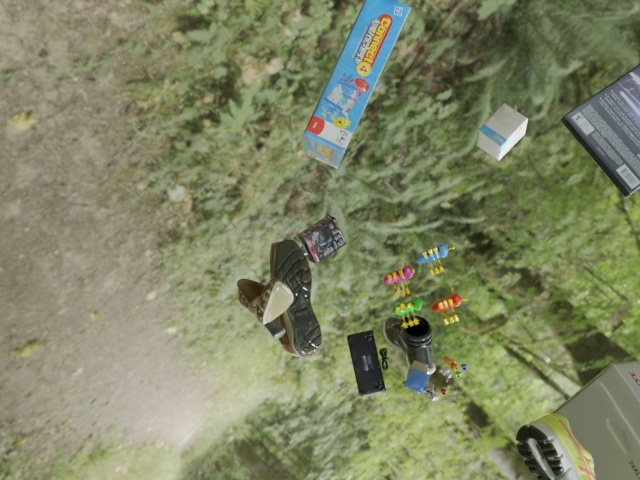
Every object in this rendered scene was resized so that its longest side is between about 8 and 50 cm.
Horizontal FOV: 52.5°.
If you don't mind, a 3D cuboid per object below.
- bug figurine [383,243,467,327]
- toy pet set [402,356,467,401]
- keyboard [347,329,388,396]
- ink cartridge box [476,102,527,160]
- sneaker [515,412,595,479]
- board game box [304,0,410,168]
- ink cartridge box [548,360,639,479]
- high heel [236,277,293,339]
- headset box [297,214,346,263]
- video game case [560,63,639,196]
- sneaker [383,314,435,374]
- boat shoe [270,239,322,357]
[{"bbox_3d":[0.293,0.127,1.835,0.216,0.278,0.072,-19,-146,3],"label":"bug figurine"},{"bbox_3d":[0.249,0.315,1.447,0.065,0.114,0.122,-69,180,-48],"label":"toy pet set"},{"bbox_3d":[0.146,0.352,1.881,0.108,0.180,0.023,-11,171,-6],"label":"keyboard"},{"bbox_3d":[0.556,-0.335,1.968,0.143,0.090,0.092,-45,157,-9],"label":"ink cartridge box"},{"bbox_3d":[0.362,0.339,0.918,0.094,0.208,0.081,-22,177,-42],"label":"sneaker"},{"bbox_3d":[0.066,-0.317,1.357,0.308,0.086,0.301,-134,-111,-89],"label":"board game box"},{"bbox_3d":[0.596,0.342,1.159,0.270,0.198,0.197,2,138,-31],"label":"ink cartridge box"},{"bbox_3d":[-0.153,0.116,1.566,0.093,0.186,0.261,-31,154,-23],"label":"high heel"},{"bbox_3d":[0.000,0.000,1.240,0.083,0.062,0.032,-34,-155,-18],"label":"headset box"},{"bbox_3d":[0.634,-0.234,1.271,0.274,0.196,0.026,-33,170,-14],"label":"video game case"},{"bbox_3d":[0.272,0.274,1.997,0.105,0.146,0.295,-10,-155,-13],"label":"sneaker"},{"bbox_3d":[-0.094,0.162,1.775,0.123,0.323,0.120,-7,177,-43],"label":"boat shoe"}]
